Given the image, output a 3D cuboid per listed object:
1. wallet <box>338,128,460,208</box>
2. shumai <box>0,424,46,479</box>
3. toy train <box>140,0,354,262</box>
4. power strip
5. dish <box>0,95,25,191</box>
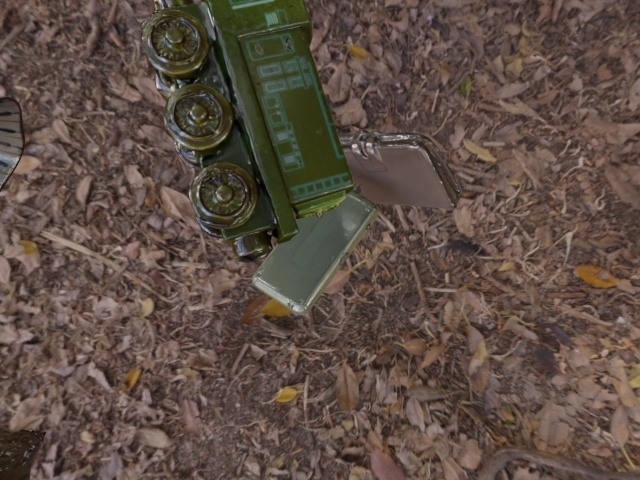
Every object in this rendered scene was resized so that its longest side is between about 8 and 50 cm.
[{"bbox_3d":[0.081,-0.084,0.544,0.153,0.118,0.038,13,64,44],"label":"wallet"},{"bbox_3d":[-0.504,0.349,0.580,0.185,0.184,0.218,-8,58,17],"label":"shumai"},{"bbox_3d":[-0.055,-0.100,0.372,0.137,0.090,0.225,-18,89,-12],"label":"toy train"},{"bbox_3d":[0.000,0.000,0.515,0.076,0.028,0.169,30,71,22],"label":"power strip"},{"bbox_3d":[-0.445,-0.104,0.547,0.066,0.191,0.190,27,85,-9],"label":"dish"}]
